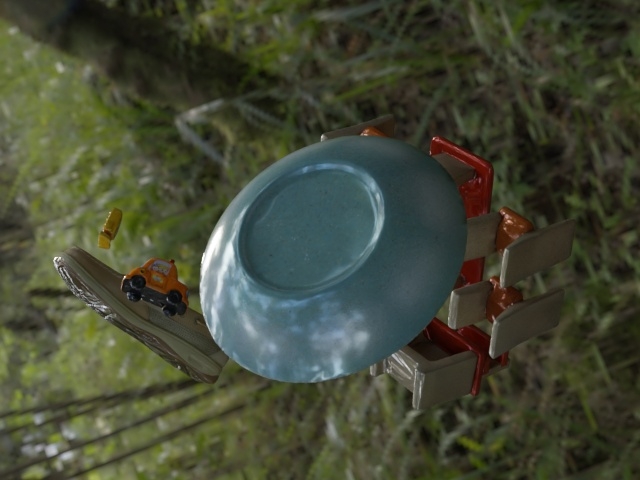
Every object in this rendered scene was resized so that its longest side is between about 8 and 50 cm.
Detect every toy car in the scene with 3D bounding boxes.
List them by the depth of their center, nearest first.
[{"bbox_3d":[-0.132,0.015,1.079,0.122,0.060,0.040,82,-154,-60],"label":"toy car"}]

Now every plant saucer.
[{"bbox_3d":[0.000,0.000,0.915,0.037,0.195,0.195,55,-170,-51],"label":"plant saucer"}]

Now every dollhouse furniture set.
[{"bbox_3d":[0.128,0.025,1.350,0.262,0.135,0.259,35,134,41],"label":"dollhouse furniture set"}]

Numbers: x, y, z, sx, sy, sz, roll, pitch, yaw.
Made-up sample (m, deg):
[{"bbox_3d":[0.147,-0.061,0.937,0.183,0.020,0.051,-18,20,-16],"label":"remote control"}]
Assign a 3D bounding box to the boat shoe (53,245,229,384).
[{"bbox_3d":[-0.247,0.090,1.972,0.302,0.098,0.109,39,164,-22],"label":"boat shoe"}]
